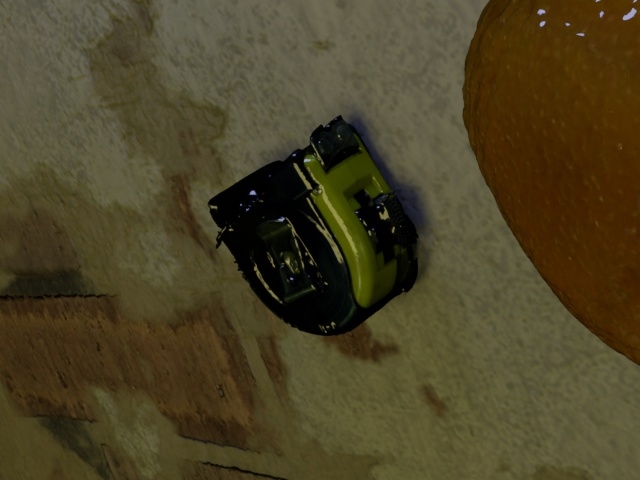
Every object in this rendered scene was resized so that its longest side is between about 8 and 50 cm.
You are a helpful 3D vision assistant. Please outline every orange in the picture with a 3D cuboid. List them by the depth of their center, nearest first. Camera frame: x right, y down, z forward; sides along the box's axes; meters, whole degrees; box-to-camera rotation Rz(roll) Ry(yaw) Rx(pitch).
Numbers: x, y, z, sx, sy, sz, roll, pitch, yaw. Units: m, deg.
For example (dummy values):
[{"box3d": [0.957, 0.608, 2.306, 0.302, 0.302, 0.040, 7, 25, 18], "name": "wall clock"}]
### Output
[{"box3d": [0.257, -0.071, 0.713, 0.357, 0.322, 0.322, 31, 133, 31], "name": "orange"}]

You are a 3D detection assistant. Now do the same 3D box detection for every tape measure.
[{"box3d": [0.000, 0.000, 1.160, 0.199, 0.112, 0.186, -30, 96, 50], "name": "tape measure"}]
